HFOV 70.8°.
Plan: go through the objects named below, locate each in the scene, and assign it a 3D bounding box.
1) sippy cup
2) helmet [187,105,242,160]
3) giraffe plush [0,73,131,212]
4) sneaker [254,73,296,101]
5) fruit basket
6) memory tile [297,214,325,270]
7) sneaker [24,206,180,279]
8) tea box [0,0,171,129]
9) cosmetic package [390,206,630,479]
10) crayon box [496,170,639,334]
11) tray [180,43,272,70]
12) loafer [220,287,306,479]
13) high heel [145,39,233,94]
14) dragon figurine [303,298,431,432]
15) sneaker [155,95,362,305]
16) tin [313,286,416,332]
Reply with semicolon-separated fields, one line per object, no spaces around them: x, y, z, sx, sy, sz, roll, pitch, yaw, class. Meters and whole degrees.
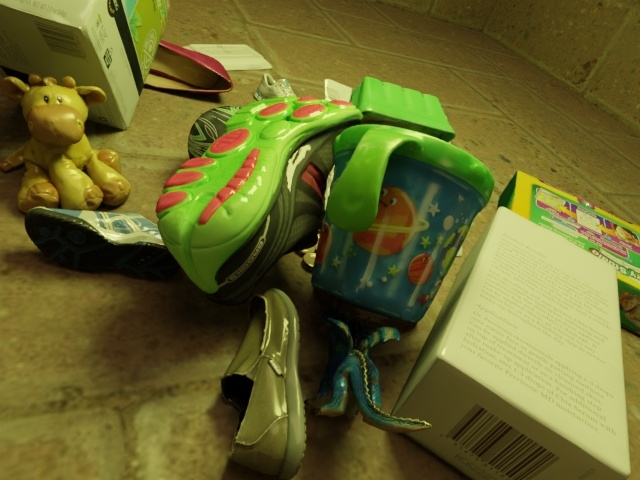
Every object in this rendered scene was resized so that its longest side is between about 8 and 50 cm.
0.098;-0.010;0.644;0.305;0.224;0.240;23;-6;-29;sippy cup
-0.165;-0.174;0.853;0.169;0.170;0.162;17;21;-6;helmet
-0.406;-0.163;0.712;0.210;0.171;0.181;40;41;23;giraffe plush
-0.095;-0.385;1.212;0.190;0.083;0.071;34;37;13;sneaker
0.150;-0.149;0.960;0.326;0.165;0.354;7;77;-23;fruit basket
0.000;0.000;0.844;0.113;0.012;0.148;0;43;-26;memory tile
-0.307;-0.003;0.654;0.211;0.080;0.081;18;30;-21;sneaker
-0.434;-0.437;0.809;0.219;0.329;0.324;14;75;-10;tea box
0.305;0.143;0.696;0.229;0.162;0.453;32;38;13;cosmetic package
0.593;0.010;1.048;0.362;0.106;0.313;28;39;9;crayon box
-0.287;-0.568;1.383;0.145;0.030;0.270;41;41;25;tray
-0.074;0.155;0.549;0.087;0.095;0.251;8;36;-17;loafer
-0.393;-0.417;1.056;0.376;0.127;0.181;-14;39;-42;high heel
0.043;0.139;0.542;0.085;0.289;0.144;14;76;-7;dragon figurine
-0.071;-0.092;0.716;0.185;0.203;0.483;13;42;23;sneaker
0.082;0.092;0.754;0.189;0.040;0.106;17;42;-7;tin
